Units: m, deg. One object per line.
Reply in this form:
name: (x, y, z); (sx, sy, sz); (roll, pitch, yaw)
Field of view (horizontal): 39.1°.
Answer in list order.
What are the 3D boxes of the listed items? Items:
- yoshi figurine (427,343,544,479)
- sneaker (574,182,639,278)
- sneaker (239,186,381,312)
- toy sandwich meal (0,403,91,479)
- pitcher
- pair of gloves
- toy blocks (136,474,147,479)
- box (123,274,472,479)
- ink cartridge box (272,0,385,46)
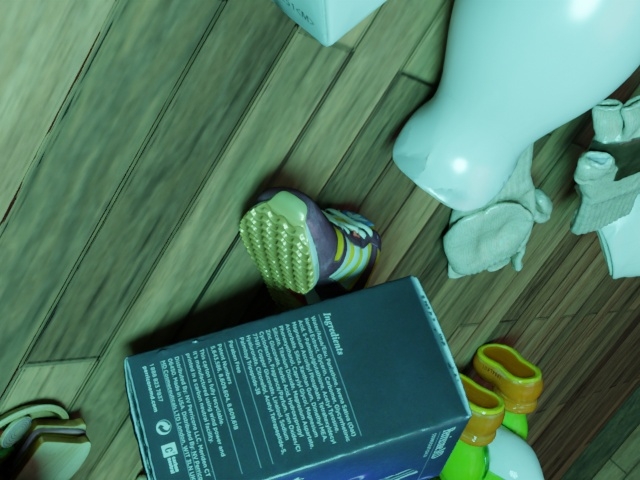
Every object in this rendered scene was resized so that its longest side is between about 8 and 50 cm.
yoshi figurine: (0.181, 0.316, 1.208); (0.203, 0.203, 0.362); (-80, 172, -65)
sneaker: (0.361, -0.087, 0.975); (0.108, 0.169, 0.293); (-77, 158, -66)
sneaker: (0.000, 0.000, 0.632); (0.084, 0.069, 0.185); (-48, 160, -17)
toy sandwich meal: (-0.188, 0.139, 0.575); (0.085, 0.029, 0.086); (-35, 150, -23)
pitcher: (0.150, -0.140, 0.616); (0.178, 0.125, 0.207); (-50, 172, -45)
pair of gloves: (0.225, -0.045, 0.853); (0.240, 0.042, 0.204); (-19, 145, -15)
toy blocks: (-0.187, 0.267, 0.720); (0.148, 0.054, 0.123); (-31, 148, -28)
box: (-0.016, 0.126, 0.631); (0.207, 0.108, 0.153); (-16, 153, -8)
ink cartridge box: (0.081, -0.241, 0.383); (0.275, 0.060, 0.239); (-41, 162, -13)
